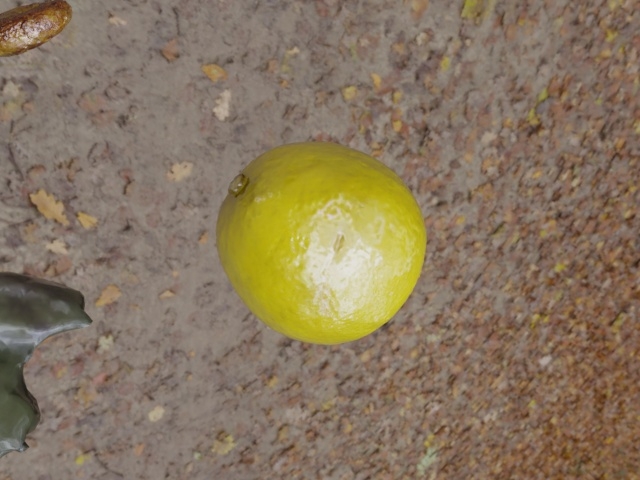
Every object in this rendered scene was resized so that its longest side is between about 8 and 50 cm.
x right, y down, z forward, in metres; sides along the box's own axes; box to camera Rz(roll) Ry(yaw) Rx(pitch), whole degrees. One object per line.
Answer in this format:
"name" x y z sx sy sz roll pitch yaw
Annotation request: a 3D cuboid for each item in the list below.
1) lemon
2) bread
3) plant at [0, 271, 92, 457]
"lemon" 0.000 0.000 0.974 0.347 0.348 0.348 -20 130 -26
"bread" -0.584 -0.426 1.176 0.193 0.193 0.064 -34 130 -14
"plant" -0.294 0.017 0.327 0.215 0.213 0.312 -36 120 16
